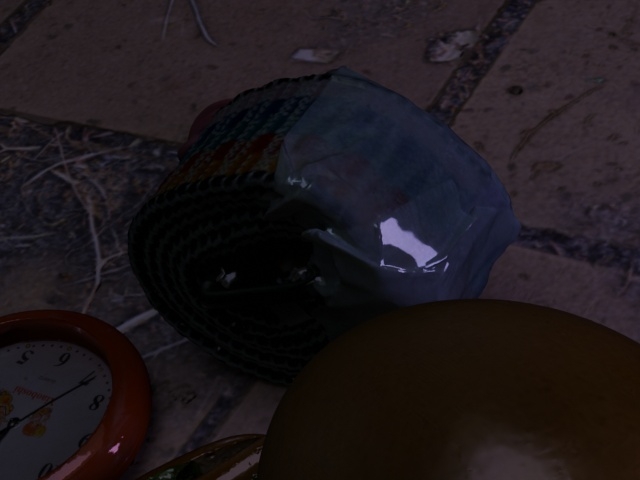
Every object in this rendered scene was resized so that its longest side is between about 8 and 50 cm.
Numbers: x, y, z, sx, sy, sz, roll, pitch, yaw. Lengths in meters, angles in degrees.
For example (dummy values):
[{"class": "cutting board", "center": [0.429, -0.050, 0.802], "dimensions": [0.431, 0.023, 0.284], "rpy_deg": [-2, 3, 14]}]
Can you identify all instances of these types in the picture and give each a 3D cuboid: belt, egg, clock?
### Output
[{"class": "belt", "center": [0.000, 0.000, 1.113], "dimensions": [0.258, 0.207, 0.150], "rpy_deg": [-7, 40, 41]}, {"class": "egg", "center": [0.095, 0.155, 0.872], "dimensions": [0.250, 0.250, 0.322], "rpy_deg": [-35, 37, -17]}, {"class": "clock", "center": [-0.219, 0.132, 1.173], "dimensions": [0.205, 0.051, 0.205], "rpy_deg": [-10, 43, 10]}]

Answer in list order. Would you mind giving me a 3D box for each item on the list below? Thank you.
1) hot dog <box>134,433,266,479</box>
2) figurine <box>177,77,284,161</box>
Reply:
[{"class": "hot dog", "center": [-0.117, 0.199, 1.048], "dimensions": [0.250, 0.068, 0.100], "rpy_deg": [-30, 43, -11]}, {"class": "figurine", "center": [-0.043, -0.068, 1.293], "dimensions": [0.126, 0.114, 0.157], "rpy_deg": [25, 18, -2]}]
